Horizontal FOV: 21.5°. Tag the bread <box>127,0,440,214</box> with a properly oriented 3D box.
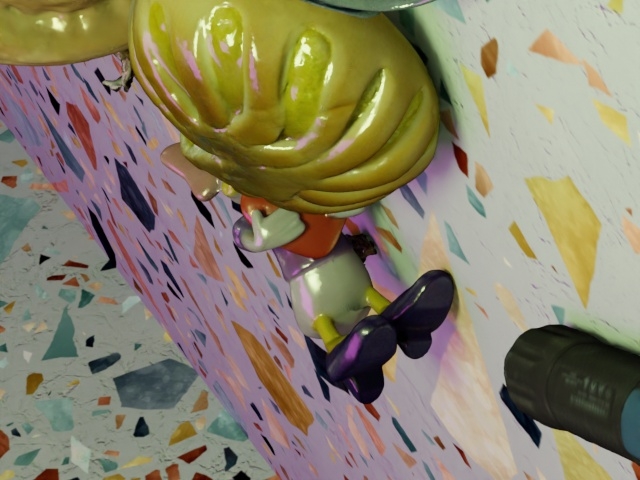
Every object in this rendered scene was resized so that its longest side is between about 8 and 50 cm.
[{"bbox_3d":[-0.039,-0.129,1.508,0.333,0.160,0.333,28,164,9],"label":"bread"}]

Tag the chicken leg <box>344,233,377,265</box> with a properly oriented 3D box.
[{"bbox_3d":[0.000,0.000,2.010,0.253,0.051,0.106,28,142,58],"label":"chicken leg"}]

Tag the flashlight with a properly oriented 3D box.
[{"bbox_3d":[0.261,0.139,1.315,0.103,0.103,0.424,62,166,-14],"label":"flashlight"}]

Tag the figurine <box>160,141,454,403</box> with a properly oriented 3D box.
[{"bbox_3d":[-0.018,-0.007,1.845,0.421,0.154,0.193,55,162,26],"label":"figurine"}]

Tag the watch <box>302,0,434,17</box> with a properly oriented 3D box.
[{"bbox_3d":[0.015,-0.233,1.212,0.193,0.206,0.068,138,141,-60],"label":"watch"}]

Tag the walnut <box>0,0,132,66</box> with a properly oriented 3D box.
[{"bbox_3d":[-0.296,-0.353,1.607,0.383,0.383,0.383,53,165,21],"label":"walnut"}]

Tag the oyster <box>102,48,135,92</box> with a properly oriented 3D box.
[{"bbox_3d":[-0.253,-0.304,2.180,0.214,0.083,0.223,112,143,-62],"label":"oyster"}]
